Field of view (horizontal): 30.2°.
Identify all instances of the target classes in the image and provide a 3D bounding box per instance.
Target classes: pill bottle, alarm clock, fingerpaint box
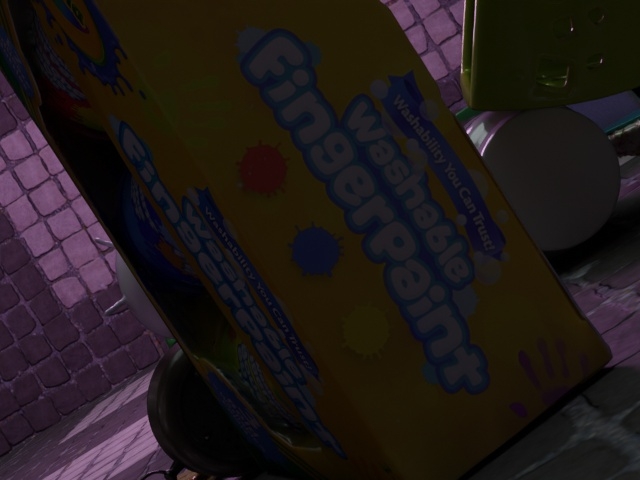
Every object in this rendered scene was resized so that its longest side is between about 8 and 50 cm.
[{"bbox_3d":[0.199,-0.058,1.199,0.162,0.162,0.278,-32,3,-2],"label":"pill bottle"},{"bbox_3d":[-0.093,0.155,1.027,0.192,0.129,0.064,-54,11,-14],"label":"alarm clock"},{"bbox_3d":[-0.057,-0.049,0.838,0.163,0.445,0.371,-34,3,-19],"label":"fingerpaint box"}]

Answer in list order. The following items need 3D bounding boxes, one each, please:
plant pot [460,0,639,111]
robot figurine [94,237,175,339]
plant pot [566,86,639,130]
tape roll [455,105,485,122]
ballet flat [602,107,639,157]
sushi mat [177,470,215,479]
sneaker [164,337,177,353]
[{"bbox_3d":[0.237,-0.235,1.069,0.207,0.227,0.228,2,13,3],"label":"plant pot"},{"bbox_3d":[-0.122,0.023,1.604,0.353,0.200,0.300,-8,42,-10],"label":"robot figurine"},{"bbox_3d":[0.401,-0.248,1.800,0.248,0.247,0.252,-34,-14,-38],"label":"plant pot"},{"bbox_3d":[0.201,-0.088,1.640,0.321,0.077,0.321,-35,-16,-11],"label":"tape roll"},{"bbox_3d":[0.410,-0.144,1.283,0.241,0.077,0.091,-34,1,6],"label":"ballet flat"},{"bbox_3d":[-0.225,0.288,1.141,0.316,0.019,0.151,-31,4,35],"label":"sushi mat"},{"bbox_3d":[-0.179,0.173,1.672,0.109,0.123,0.295,-31,3,-5],"label":"sneaker"}]
